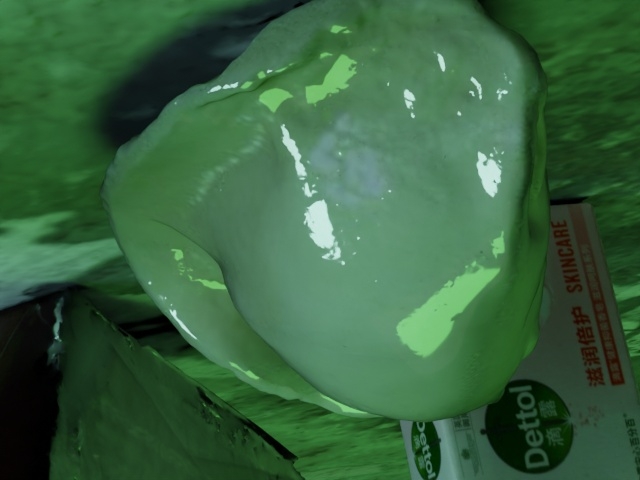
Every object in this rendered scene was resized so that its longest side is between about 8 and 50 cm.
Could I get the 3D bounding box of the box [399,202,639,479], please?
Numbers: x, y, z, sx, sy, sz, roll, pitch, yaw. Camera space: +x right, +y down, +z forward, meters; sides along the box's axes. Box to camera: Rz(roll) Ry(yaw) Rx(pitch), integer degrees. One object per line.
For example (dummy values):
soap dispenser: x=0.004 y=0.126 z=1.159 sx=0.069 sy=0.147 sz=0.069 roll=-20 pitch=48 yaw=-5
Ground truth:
box: x=0.076 y=0.051 z=0.688 sx=0.089 sy=0.125 sz=0.043 roll=-6 pitch=163 yaw=-21

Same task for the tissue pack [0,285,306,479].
tissue pack: x=-0.206 y=0.187 z=0.778 sx=0.370 sy=0.198 sz=0.210 roll=-18 pitch=145 yaw=25

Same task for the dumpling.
dumpling: x=0.000 y=0.002 z=0.516 sx=0.134 sy=0.100 sz=0.169 roll=2 pitch=164 yaw=3
